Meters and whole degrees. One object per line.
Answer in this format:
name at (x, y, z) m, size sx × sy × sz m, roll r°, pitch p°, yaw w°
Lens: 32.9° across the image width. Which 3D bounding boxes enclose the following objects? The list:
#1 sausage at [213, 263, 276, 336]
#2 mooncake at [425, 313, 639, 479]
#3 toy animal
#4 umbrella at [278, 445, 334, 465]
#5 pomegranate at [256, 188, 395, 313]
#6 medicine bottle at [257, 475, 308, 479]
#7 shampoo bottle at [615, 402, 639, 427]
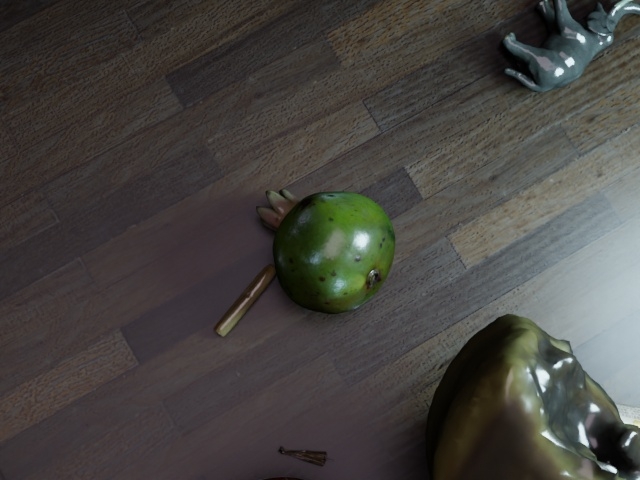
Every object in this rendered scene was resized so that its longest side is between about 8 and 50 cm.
sausage at (-0.111, 0.089, 1.630) m, size 0.024 × 0.024 × 0.132 m, roll 39°, pitch 81°, yaw 4°
mooncake at (0.335, 0.287, 1.406) m, size 0.393 × 0.246 × 0.393 m, roll -13°, pitch 96°, yaw 7°
toy animal at (0.394, -0.332, 1.707) m, size 0.269 × 0.082 × 0.137 m, roll -36°, pitch 87°, yaw -13°
umbrella at (-0.021, 0.317, 1.595) m, size 0.083 × 0.031 × 0.020 m, roll 16°, pitch 111°, yaw 2°
pomegranate at (-0.002, 0.001, 1.587) m, size 0.187 × 0.187 × 0.225 m, roll -44°, pitch 56°, yaw -9°
medicine bottle at (-0.049, 0.448, 1.460) m, size 0.253 × 0.241 × 0.252 m, roll 0°, pitch 80°, yaw -2°
shampoo bottle at (0.362, 0.276, 1.583) m, size 0.278 × 0.104 × 0.104 m, roll 11°, pitch 80°, yaw -1°
